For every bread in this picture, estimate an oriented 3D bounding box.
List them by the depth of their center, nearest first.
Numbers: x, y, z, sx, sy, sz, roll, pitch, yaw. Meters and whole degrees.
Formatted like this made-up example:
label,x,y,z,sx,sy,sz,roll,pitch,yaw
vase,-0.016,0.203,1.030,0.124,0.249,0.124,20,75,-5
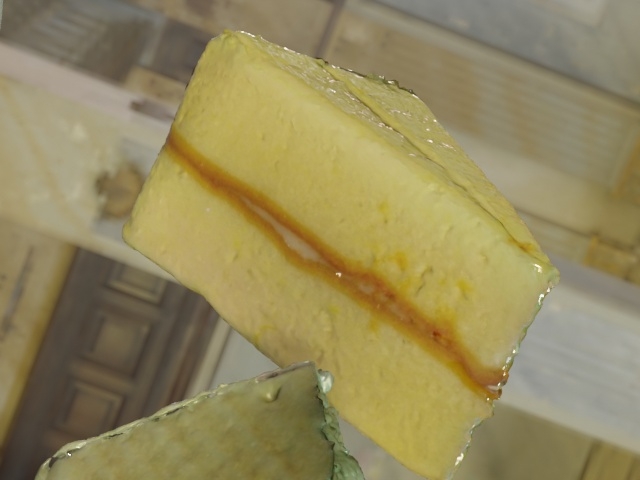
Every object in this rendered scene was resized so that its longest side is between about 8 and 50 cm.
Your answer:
label,x,y,z,sx,sy,sz,roll,pitch,yaw
bread,-0.049,0.137,0.945,0.172,0.232,0.064,-53,134,-30
bread,0.002,0.002,1.023,0.167,0.163,0.264,-65,-156,16

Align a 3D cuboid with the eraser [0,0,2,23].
label,x,y,z,sx,sy,sz,roll,pitch,yaw
eraser,-0.201,-0.052,0.270,0.104,0.290,0.189,-13,-111,55
